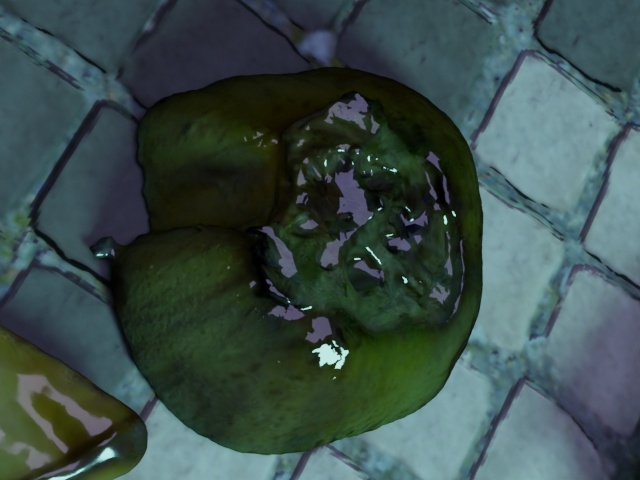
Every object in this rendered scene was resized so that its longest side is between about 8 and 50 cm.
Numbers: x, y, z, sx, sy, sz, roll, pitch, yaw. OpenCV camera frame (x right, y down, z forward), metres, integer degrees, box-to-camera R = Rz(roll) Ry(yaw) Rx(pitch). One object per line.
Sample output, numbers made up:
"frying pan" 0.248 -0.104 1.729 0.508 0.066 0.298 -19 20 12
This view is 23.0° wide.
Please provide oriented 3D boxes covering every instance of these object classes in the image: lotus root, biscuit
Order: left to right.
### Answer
"biscuit" -0.184 0.039 0.646 0.164 0.047 0.208 -31 92 -29
"lotus root" 0.004 -0.001 0.731 0.203 0.078 0.183 -17 85 -26
